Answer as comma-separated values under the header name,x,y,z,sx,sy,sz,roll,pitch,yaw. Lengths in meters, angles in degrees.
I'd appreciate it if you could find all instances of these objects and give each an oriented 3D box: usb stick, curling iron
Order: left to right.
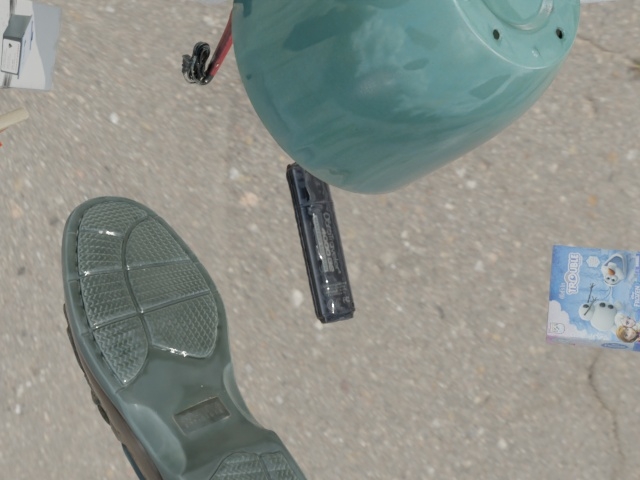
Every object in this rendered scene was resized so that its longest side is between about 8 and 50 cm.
name,x,y,z,sx,sy,sz,roll,pitch,yaw
curling iron,-0.130,-0.356,1.817,0.274,0.035,0.068,-55,154,10
usb stick,0.000,0.000,1.962,0.077,0.045,0.278,-8,81,-31

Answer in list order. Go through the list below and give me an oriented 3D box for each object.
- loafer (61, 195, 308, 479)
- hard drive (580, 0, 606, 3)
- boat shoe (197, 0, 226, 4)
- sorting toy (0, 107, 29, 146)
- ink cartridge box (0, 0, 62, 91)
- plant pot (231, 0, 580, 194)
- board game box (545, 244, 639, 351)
name,x,y,z,sx,sy,sz,roll,pitch,yaw
loafer,-0.089,0.098,0.669,0.096,0.267,0.084,-9,147,-37
hard drive,0.354,-0.353,1.196,0.307,0.040,0.203,-6,118,-3
boat shoe,-0.127,-0.234,0.884,0.076,0.228,0.080,3,110,-33
sorting toy,-0.526,-0.118,1.665,0.196,0.348,0.047,-21,100,30
ink cartridge box,-0.315,-0.172,0.954,0.139,0.191,0.082,11,99,9
plant pot,0.100,-0.212,1.116,0.293,0.235,0.293,11,72,-36
board game box,0.245,0.050,1.020,0.090,0.020,0.090,4,62,11
